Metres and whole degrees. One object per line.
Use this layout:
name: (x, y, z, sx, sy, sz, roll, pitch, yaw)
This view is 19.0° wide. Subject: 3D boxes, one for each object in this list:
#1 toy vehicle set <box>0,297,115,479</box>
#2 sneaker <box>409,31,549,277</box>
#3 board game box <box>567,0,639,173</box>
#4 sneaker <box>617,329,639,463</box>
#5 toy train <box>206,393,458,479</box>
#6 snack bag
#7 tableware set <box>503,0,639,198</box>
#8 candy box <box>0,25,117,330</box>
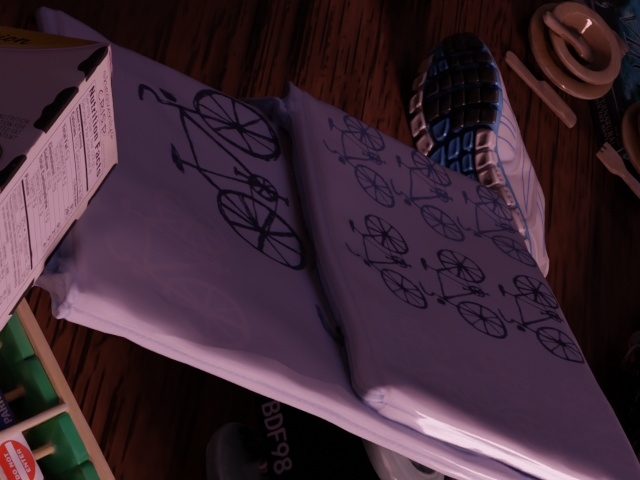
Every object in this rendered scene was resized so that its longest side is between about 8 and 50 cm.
toy vehicle set: (-0.157, 0.141, 0.878, 0.166, 0.035, 0.267, -24, 87, -55)
sneaker: (0.118, -0.052, 1.343, 0.083, 0.071, 0.190, 8, 69, -57)
board game box: (0.264, -0.138, 1.612, 0.126, 0.026, 0.186, 19, 53, -45)
sneaker: (0.251, 0.127, 1.375, 0.108, 0.100, 0.271, 29, 42, 13)
toy train: (0.048, 0.210, 1.020, 0.190, 0.142, 0.334, 27, 45, -56)
snack bag: (0.000, 0.000, 1.021, 0.342, 0.037, 0.323, 24, 25, -23)
tableware set: (0.245, -0.119, 1.521, 0.194, 0.039, 0.128, 45, 46, -7)
candy box: (-0.201, -0.014, 0.812, 0.233, 0.159, 0.071, -64, 160, -52)
